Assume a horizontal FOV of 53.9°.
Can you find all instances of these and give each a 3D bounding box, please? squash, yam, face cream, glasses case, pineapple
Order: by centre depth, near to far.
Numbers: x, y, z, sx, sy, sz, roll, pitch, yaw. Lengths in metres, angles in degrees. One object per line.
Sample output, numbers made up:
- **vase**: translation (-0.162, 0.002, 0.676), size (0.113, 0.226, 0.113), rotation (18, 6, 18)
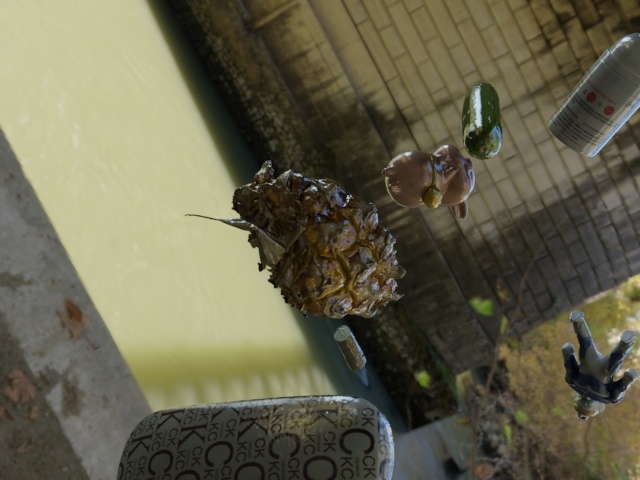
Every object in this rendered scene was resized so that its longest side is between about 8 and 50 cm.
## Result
- **glasses case**: translation (-0.086, 0.260, 0.744), size (0.085, 0.355, 0.137), rotation (54, 33, -47)
- **pineapple**: translation (-0.002, 0.004, 0.920), size (0.334, 0.161, 0.158), rotation (44, 43, -8)
- **squash**: translation (0.280, -0.211, 1.097), size (0.069, 0.069, 0.238), rotation (56, 28, -27)
- **face cream**: translation (0.695, -0.374, 1.439), size (0.146, 0.369, 0.145), rotation (20, 39, -17)
- **yam**: translation (0.079, 0.286, 1.662), size (0.054, 0.054, 0.132), rotation (-97, 164, -55)

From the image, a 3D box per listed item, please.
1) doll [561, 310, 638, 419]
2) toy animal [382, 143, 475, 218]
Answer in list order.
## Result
- **doll**: translation (0.432, 0.215, 0.989), size (0.057, 0.114, 0.227), rotation (-44, 138, -34)
- **toy animal**: translation (0.252, -0.139, 1.453), size (0.248, 0.149, 0.165), rotation (1, 74, -35)
